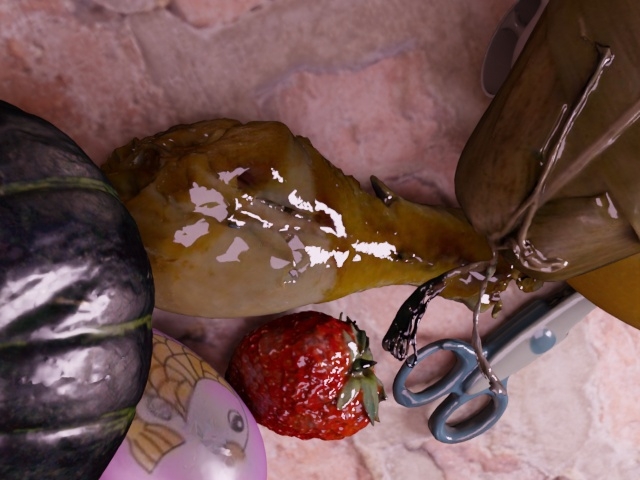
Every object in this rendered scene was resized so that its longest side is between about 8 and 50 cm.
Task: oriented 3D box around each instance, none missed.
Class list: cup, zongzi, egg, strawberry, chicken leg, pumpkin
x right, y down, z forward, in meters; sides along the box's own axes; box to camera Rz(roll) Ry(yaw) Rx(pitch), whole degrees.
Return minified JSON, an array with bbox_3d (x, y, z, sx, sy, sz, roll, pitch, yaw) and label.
[{"bbox_3d":[0.225,-0.156,0.736,0.133,0.099,0.136,22,128,-18],"label":"cup"},{"bbox_3d":[0.173,-0.157,0.613,0.447,0.181,0.418,-29,95,18],"label":"zongzi"},{"bbox_3d":[-0.172,0.175,0.764,0.271,0.196,0.196,31,105,-10],"label":"egg"},{"bbox_3d":[-0.019,0.130,0.813,0.148,0.131,0.131,-18,115,-1],"label":"strawberry"},{"bbox_3d":[0.000,0.000,0.762,0.429,0.153,0.201,9,124,-22],"label":"chicken leg"},{"bbox_3d":[-0.266,0.057,0.582,0.323,0.241,0.324,-2,84,16],"label":"pumpkin"}]

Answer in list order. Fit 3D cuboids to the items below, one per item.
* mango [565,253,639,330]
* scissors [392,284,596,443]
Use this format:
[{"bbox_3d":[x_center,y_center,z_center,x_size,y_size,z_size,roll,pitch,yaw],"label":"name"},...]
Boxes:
[{"bbox_3d":[0.378,-0.003,0.777,0.383,0.199,0.222,7,69,-9],"label":"mango"},{"bbox_3d":[0.210,0.098,0.884,0.289,0.041,0.138,-38,118,10],"label":"scissors"}]
